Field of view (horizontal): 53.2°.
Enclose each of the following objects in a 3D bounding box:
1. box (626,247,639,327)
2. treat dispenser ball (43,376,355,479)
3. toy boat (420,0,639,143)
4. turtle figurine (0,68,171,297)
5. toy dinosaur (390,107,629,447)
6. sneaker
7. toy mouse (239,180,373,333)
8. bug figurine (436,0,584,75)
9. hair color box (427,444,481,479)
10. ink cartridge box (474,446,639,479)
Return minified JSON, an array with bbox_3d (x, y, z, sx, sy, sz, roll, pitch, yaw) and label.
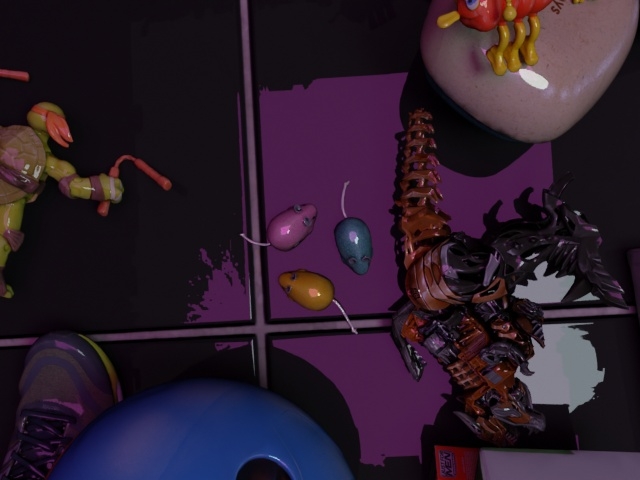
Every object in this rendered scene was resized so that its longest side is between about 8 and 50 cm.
[{"bbox_3d":[0.490,0.102,0.636,0.321,0.058,0.233,-8,87,3],"label":"box"},{"bbox_3d":[-0.102,0.262,0.542,0.287,0.288,0.289,0,88,3],"label":"treat dispenser ball"},{"bbox_3d":[0.151,-0.247,0.627,0.318,0.148,0.267,39,67,1],"label":"toy boat"},{"bbox_3d":[-0.310,-0.055,0.663,0.269,0.087,0.218,28,89,3],"label":"turtle figurine"},{"bbox_3d":[0.156,0.036,0.613,0.218,0.164,0.322,-21,113,20],"label":"toy dinosaur"},{"bbox_3d":[-0.272,0.239,0.634,0.110,0.121,0.300,4,88,2],"label":"sneaker"},{"bbox_3d":[0.000,0.000,0.675,0.160,0.031,0.143,27,89,3],"label":"toy mouse"},{"bbox_3d":[0.137,-0.282,0.516,0.216,0.072,0.279,-24,79,-21],"label":"bug figurine"},{"bbox_3d":[0.181,0.245,0.636,0.141,0.043,0.072,3,128,4],"label":"hair color box"},{"bbox_3d":[0.215,0.302,0.580,0.160,0.093,0.220,2,119,2],"label":"ink cartridge box"}]
